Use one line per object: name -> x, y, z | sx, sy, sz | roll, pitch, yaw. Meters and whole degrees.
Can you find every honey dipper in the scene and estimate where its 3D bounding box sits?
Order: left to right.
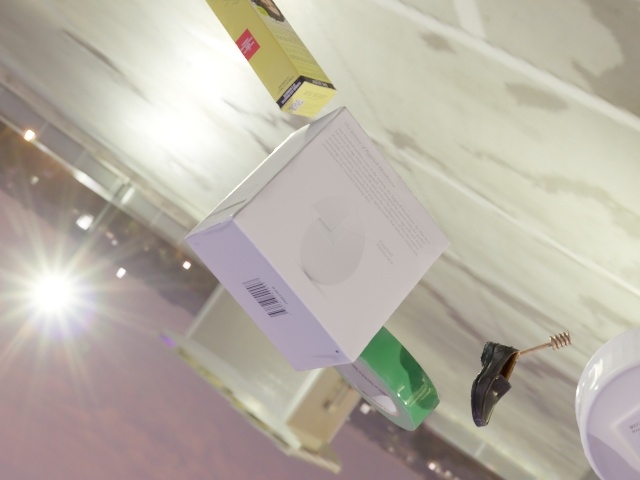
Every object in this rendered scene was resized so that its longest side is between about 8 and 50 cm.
honey dipper -> 0.394, 0.207, 1.972 | 0.030, 0.160, 0.031 | -19, -90, -79

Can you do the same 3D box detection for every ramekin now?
ramekin -> 0.531, 0.280, 1.615 | 0.277, 0.277, 0.135 | 34, -161, 9

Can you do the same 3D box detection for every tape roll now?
tape roll -> 0.095, 0.237, 2.072 | 0.321, 0.077, 0.321 | 43, 165, 14

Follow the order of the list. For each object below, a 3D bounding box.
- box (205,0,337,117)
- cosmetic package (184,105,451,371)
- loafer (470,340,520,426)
box -> -0.074, -0.276, 1.437 | 0.087, 0.058, 0.232 | 1, -129, -58
cosmetic package -> 0.000, 0.000, 1.282 | 0.224, 0.225, 0.138 | 51, 149, -13
loafer -> 0.313, 0.257, 1.879 | 0.061, 0.170, 0.062 | 1, 146, 29
